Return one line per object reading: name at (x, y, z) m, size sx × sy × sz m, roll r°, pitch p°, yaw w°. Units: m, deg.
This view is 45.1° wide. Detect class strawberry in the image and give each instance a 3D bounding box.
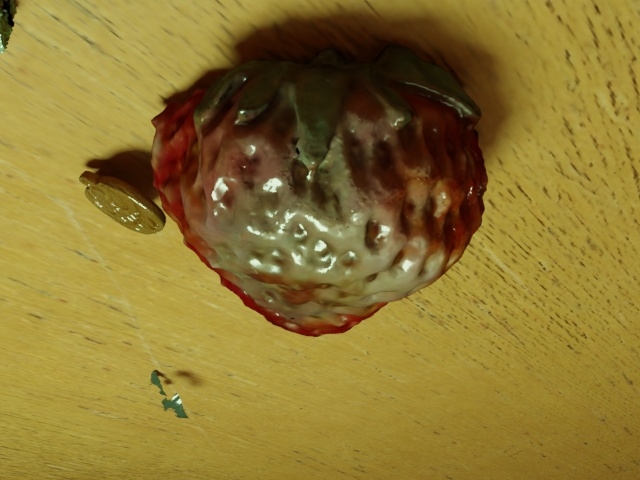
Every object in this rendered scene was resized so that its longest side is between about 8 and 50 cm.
strawberry at (0.000, 0.000, 0.621) m, size 0.265 × 0.149 × 0.336 m, roll -1°, pitch 150°, yaw -5°

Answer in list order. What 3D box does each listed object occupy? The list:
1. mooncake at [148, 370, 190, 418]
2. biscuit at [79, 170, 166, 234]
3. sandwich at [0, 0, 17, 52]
mooncake at (-0.341, 0.180, 0.998) m, size 0.346 × 0.057 × 0.150 m, roll 7°, pitch 161°, yaw -2°
biscuit at (-0.169, -0.030, 0.648) m, size 0.078 × 0.015 × 0.091 m, roll 37°, pitch 158°, yaw -20°
sandwich at (-0.221, -0.155, 0.457) m, size 0.093 × 0.036 × 0.105 m, roll 25°, pitch 139°, yaw -36°
